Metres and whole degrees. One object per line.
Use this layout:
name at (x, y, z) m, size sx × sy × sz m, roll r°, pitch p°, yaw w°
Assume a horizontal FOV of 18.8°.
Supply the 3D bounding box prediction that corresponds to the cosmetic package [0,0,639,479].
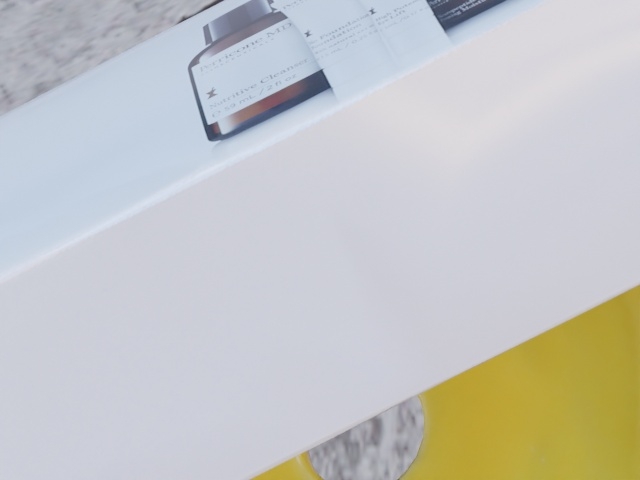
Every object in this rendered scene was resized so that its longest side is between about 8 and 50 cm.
cosmetic package at (-0.014, -0.007, 0.367) m, size 0.239 × 0.099 × 0.060 m, roll -27°, pitch 110°, yaw 2°

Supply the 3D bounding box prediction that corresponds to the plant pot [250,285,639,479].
plant pot at (0.042, 0.065, 0.541) m, size 0.254 × 0.239 × 0.254 m, roll -5°, pitch 75°, yaw 18°
